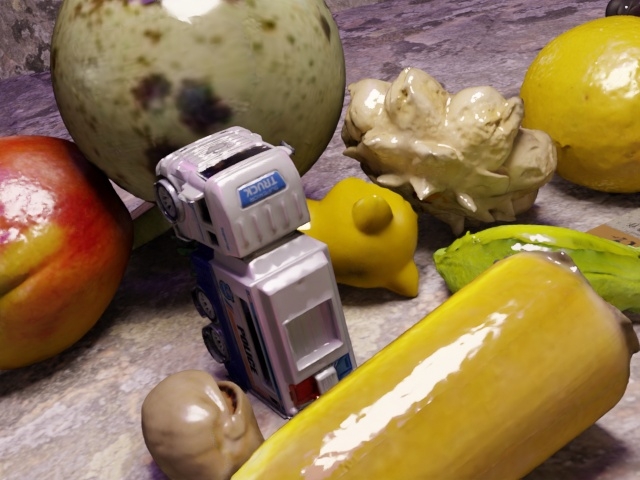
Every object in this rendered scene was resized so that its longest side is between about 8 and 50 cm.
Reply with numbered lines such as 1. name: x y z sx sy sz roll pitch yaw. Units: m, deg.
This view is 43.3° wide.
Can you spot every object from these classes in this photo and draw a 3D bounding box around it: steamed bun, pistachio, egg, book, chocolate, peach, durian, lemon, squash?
1. steamed bun: 0.149 -0.089 1.019 0.295 0.292 0.137 -2 66 58
2. pistachio: -0.113 0.178 0.750 0.113 0.113 0.149 -28 13 -25
3. egg: -0.139 -0.205 1.014 0.344 0.345 0.428 -8 -1 13
4. book: 0.370 0.002 0.944 0.172 0.012 0.118 -22 25 -16
5. chocolate: 0.036 0.174 0.622 0.445 0.162 0.162 -31 29 -21
6. peach: -0.385 0.005 1.032 0.307 0.308 0.332 -9 21 12
7. durian: 0.223 0.034 0.863 0.250 0.101 0.139 1 1 31
8. lemon: 0.384 -0.176 1.053 0.235 0.236 0.263 -21 47 -13
9. squash: -0.232 -0.059 1.264 0.252 0.049 0.252 -34 14 9

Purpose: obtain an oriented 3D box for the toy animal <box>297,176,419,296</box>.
1. toy animal: 0.002 0.004 0.980 0.229 0.156 0.156 -7 26 25

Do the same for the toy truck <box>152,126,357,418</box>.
1. toy truck: -0.058 0.030 0.820 0.124 0.268 0.155 -29 31 -26

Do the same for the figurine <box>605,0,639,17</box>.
1. figurine: 0.513 -0.313 1.346 0.257 0.192 0.167 -45 70 -8

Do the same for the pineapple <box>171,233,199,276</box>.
1. pineapple: -0.132 -0.024 1.175 0.083 0.103 0.221 -38 13 30
